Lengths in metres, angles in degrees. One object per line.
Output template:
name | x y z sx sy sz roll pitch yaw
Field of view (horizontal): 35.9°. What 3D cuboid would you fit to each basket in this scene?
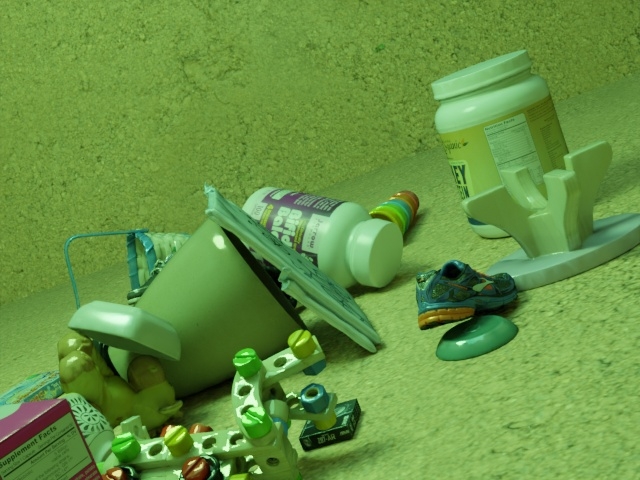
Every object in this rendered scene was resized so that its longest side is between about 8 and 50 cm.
basket | -0.385 0.091 2.107 0.288 0.255 0.201 -12 9 -18

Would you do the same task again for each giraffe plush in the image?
giraffe plush | -0.293 0.233 1.462 0.170 0.210 0.181 -6 23 -14

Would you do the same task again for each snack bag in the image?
snack bag | -0.060 0.037 1.605 0.037 0.342 0.323 -51 11 4

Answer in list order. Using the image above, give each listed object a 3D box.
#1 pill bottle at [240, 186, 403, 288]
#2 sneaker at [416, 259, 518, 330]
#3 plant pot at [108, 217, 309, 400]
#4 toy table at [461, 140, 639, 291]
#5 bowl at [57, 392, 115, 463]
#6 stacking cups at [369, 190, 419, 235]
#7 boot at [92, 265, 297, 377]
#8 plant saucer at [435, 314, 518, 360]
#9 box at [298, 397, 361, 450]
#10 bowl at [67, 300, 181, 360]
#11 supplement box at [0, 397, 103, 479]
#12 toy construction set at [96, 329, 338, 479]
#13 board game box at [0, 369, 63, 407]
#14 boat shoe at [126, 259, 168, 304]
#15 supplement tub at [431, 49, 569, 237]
pill bottle | 0.000 0.000 1.903 0.301 0.169 0.169 12 28 33
sneaker | 0.214 0.067 1.433 0.083 0.087 0.221 -19 -5 38
plant pot | -0.200 0.140 1.620 0.274 0.256 0.256 -39 10 0
toy table | 0.368 -0.040 1.568 0.274 0.161 0.252 -25 11 -18
bowl | -0.308 0.289 1.277 0.080 0.170 0.170 12 20 14
stacking cups | 0.160 -0.054 2.254 0.096 0.096 0.316 -17 9 17
boot | -0.232 0.150 1.836 0.260 0.131 0.348 -12 13 40
plant saucer | 0.213 0.130 1.368 0.119 0.021 0.119 -19 10 4
box | 0.013 0.231 1.243 0.067 0.018 0.083 -18 10 15
bowl | -0.286 0.131 1.472 0.141 0.053 0.142 6 -16 29
supplement box | -0.280 0.281 0.987 0.111 0.220 0.114 -13 12 37
toy construction set | -0.143 0.235 1.155 0.327 0.151 0.215 -24 32 26
board game box | -0.590 0.316 1.946 0.136 0.035 0.201 -14 12 34
boat shoe | -0.296 0.067 1.844 0.075 0.065 0.206 -16 5 32
supplement tub | 0.355 -0.187 1.911 0.228 0.316 0.228 -20 10 4
